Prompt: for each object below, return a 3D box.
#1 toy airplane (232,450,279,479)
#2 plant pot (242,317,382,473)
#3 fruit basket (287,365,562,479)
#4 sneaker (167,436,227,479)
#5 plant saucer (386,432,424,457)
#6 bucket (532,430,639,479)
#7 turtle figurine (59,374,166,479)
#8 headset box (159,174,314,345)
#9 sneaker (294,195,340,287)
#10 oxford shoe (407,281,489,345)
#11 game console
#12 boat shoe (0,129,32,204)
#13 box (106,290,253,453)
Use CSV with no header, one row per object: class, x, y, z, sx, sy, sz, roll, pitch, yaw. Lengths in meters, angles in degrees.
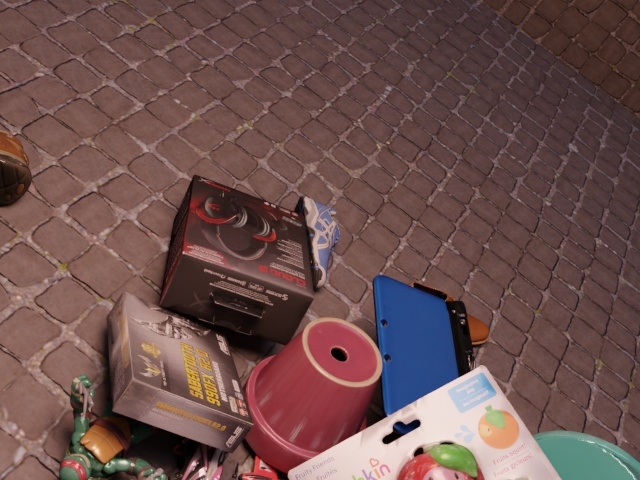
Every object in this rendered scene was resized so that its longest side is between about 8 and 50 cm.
toy airplane,-0.059,0.358,1.109,0.151,0.028,0.151,20,35,-15
plant pot,-0.002,0.222,1.138,0.201,0.180,0.201,19,36,-15
fruit basket,0.176,0.376,0.976,0.327,0.165,0.353,-25,68,-10
sneaker,-0.166,0.290,1.075,0.077,0.072,0.178,19,37,-2
plant saucer,0.142,0.352,1.254,0.083,0.015,0.083,18,44,-18
bucket,0.380,0.421,1.113,0.183,0.281,0.281,36,29,-51
turtle figurine,-0.276,0.255,0.999,0.175,0.118,0.234,51,26,-5
headset box,-0.134,0.035,1.241,0.218,0.110,0.293,20,27,-16
sneaker,0.000,0.000,1.437,0.081,0.080,0.211,12,48,-19
oxford shoe,0.248,0.143,1.472,0.212,0.076,0.076,24,41,-15
game console,0.169,0.240,1.253,0.173,0.250,0.293,1,48,-1
boat shoe,-0.613,-0.145,1.158,0.324,0.122,0.120,15,40,-32
box,-0.203,0.179,1.064,0.183,0.056,0.231,29,13,-27
